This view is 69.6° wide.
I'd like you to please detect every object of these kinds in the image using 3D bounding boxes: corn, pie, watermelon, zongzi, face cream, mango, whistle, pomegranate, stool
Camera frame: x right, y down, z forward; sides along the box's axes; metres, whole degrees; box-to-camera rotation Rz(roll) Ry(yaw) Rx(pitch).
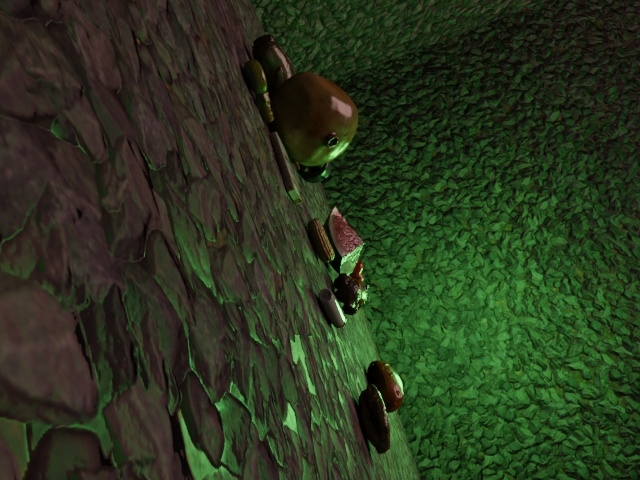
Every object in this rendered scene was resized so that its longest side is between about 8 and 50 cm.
[{"bbox_3d":[0.000,0.000,1.671,0.085,0.063,0.165,-62,132,-70],"label":"corn"},{"bbox_3d":[0.159,0.525,1.350,0.193,0.079,0.163,-106,179,-51],"label":"pie"},{"bbox_3d":[0.079,0.014,1.960,0.260,0.176,0.256,49,-5,5],"label":"watermelon"},{"bbox_3d":[-0.164,-0.601,1.784,0.274,0.145,0.300,49,29,-66],"label":"zongzi"},{"bbox_3d":[0.037,0.203,1.367,0.182,0.051,0.072,66,3,-52],"label":"face cream"},{"bbox_3d":[0.279,0.628,1.995,0.249,0.151,0.156,-113,-149,-56],"label":"mango"},{"bbox_3d":[-0.193,-0.464,1.445,0.104,0.057,0.198,-128,-161,-51],"label":"whistle"},{"bbox_3d":[-0.023,-0.439,1.669,0.332,0.332,0.332,-19,90,-85],"label":"pomegranate"},{"bbox_3d":[-0.056,-0.363,2.115,0.228,0.153,0.139,28,-5,18],"label":"stool"}]

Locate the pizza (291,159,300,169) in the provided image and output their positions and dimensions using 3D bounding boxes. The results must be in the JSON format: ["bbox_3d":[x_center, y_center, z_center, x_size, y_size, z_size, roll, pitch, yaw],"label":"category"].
[{"bbox_3d":[-0.119,-0.359,1.964,0.108,0.026,0.123,-98,166,-79],"label":"pizza"}]

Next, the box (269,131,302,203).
[{"bbox_3d":[-0.114,-0.239,1.531,0.122,0.032,0.220,58,12,-72],"label":"box"}]

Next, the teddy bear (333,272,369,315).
[{"bbox_3d":[0.122,0.212,1.858,0.190,0.140,0.177,14,59,-74],"label":"teddy bear"}]

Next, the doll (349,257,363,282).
[{"bbox_3d":[0.142,0.102,2.439,0.290,0.130,0.161,56,-9,3],"label":"doll"}]
